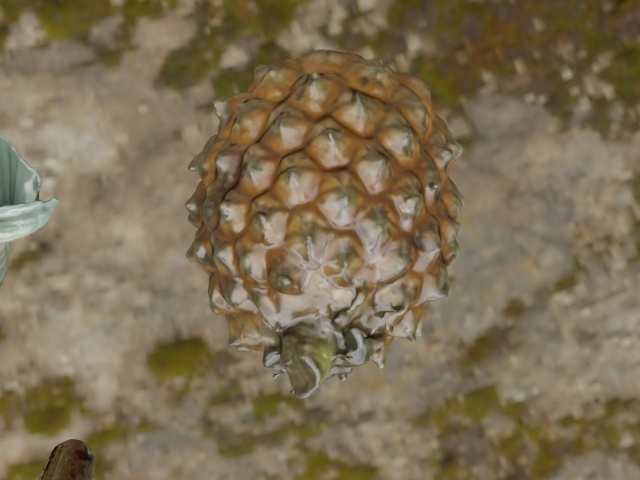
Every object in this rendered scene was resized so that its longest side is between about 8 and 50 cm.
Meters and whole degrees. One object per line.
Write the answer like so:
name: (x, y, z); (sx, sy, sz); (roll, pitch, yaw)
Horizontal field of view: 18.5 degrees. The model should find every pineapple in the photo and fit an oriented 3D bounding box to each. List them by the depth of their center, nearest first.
pineapple: (0.000, 0.000, 1.066); (0.166, 0.193, 0.166); (5, 145, 3)

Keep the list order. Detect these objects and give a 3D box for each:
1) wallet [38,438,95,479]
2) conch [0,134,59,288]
wallet: (-0.150, 0.197, 0.915); (0.039, 0.243, 0.133); (17, 108, -5)
conch: (-0.313, 0.001, 1.555); (0.200, 0.172, 0.131); (-19, 162, -23)
